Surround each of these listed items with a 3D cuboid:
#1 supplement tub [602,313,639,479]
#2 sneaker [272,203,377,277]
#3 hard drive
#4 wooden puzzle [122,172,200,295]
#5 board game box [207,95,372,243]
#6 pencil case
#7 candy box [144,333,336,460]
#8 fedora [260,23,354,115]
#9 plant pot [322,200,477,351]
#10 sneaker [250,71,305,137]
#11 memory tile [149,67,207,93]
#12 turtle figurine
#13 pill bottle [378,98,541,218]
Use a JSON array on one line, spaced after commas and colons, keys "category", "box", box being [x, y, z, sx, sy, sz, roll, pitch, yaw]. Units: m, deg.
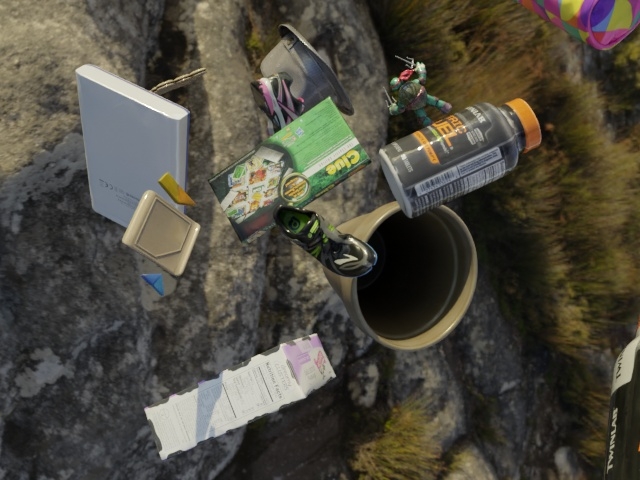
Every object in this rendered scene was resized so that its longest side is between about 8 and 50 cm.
[{"category": "supplement tub", "box": [0.372, 0.216, 0.512, 0.193, 0.193, 0.316, 48, 51, -34]}, {"category": "sneaker", "box": [0.000, 0.000, 0.860, 0.067, 0.188, 0.078, -59, 161, -1]}, {"category": "hard drive", "box": [-0.345, -0.140, 1.025, 0.040, 0.210, 0.319, -54, 166, -44]}, {"category": "wooden puzzle", "box": [-0.165, -0.008, 0.577, 0.078, 0.014, 0.116, 45, 49, -31]}, {"category": "board game box", "box": [-0.056, -0.118, 0.941, 0.136, 0.259, 0.030, 61, 9, 16]}, {"category": "pencil case", "box": [0.359, -0.362, 0.792, 0.104, 0.236, 0.105, -10, 129, -13]}, {"category": "candy box", "box": [-0.095, 0.197, 0.717, 0.070, 0.196, 0.165, 65, 10, 11]}, {"category": "fedora", "box": [-0.050, -0.371, 1.295, 0.124, 0.276, 0.244, -36, 149, 3]}, {"category": "plant pot", "box": [0.148, 0.059, 1.271, 0.322, 0.280, 0.324, -4, 99, -25]}, {"category": "sneaker", "box": [-0.056, -0.221, 0.996, 0.077, 0.072, 0.178, -33, 135, -14]}, {"category": "memory tile", "box": [-0.299, -0.319, 1.122, 0.113, 0.148, 0.012, -31, 108, -27]}, {"category": "turtle figurine", "box": [0.280, -0.438, 1.678, 0.234, 0.175, 0.118, 36, 27, -17]}, {"category": "pill bottle", "box": [0.231, -0.143, 0.907, 0.245, 0.130, 0.131, -25, 114, 2]}]
